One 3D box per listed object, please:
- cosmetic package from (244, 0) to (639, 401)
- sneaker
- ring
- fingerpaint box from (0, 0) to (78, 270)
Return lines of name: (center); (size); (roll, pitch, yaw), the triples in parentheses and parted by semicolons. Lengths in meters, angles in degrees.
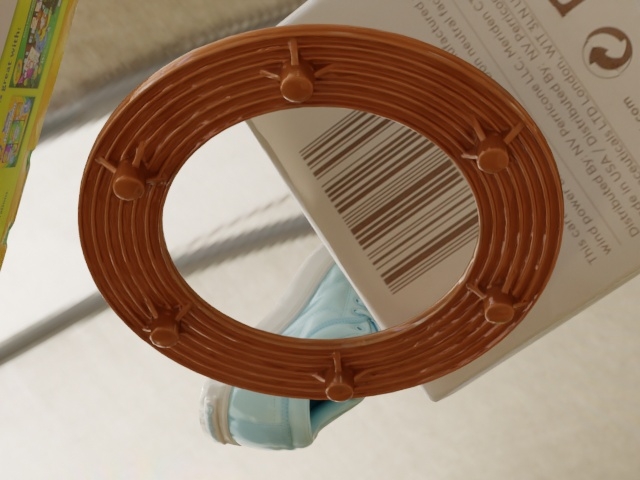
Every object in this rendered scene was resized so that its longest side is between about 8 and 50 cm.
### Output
cosmetic package: (0.183, -0.106, 1.321); (0.327, 0.329, 0.393); (-37, -7, 18)
sneaker: (0.024, 0.115, 1.645); (0.366, 0.150, 0.135); (-49, -39, -43)
ring: (0.000, 0.000, 1.036); (0.336, 0.032, 0.337); (0, -48, 0)
fingerpaint box: (-0.380, -0.051, 1.201); (0.371, 0.163, 0.445); (-21, -51, -77)
